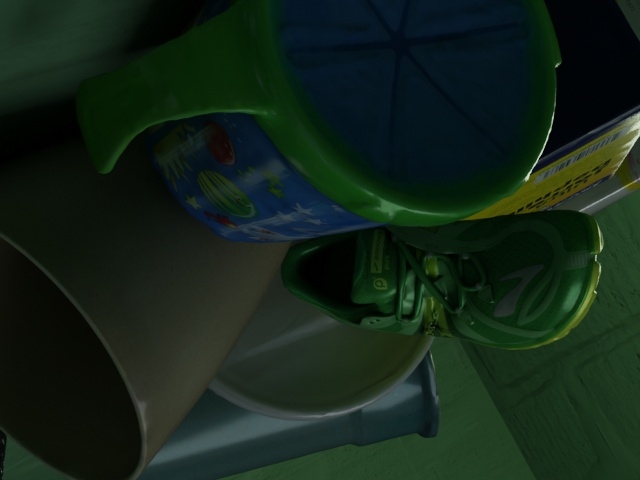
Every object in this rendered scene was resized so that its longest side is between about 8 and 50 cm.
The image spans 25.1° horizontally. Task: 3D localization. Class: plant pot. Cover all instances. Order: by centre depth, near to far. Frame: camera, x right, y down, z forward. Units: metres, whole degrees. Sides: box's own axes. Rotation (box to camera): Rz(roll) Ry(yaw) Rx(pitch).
[{"bbox_3d":[-0.142,0.007,1.124,0.274,0.256,0.256,-43,-179,-36],"label":"plant pot"},{"bbox_3d":[-0.087,0.108,1.552,0.334,0.341,0.341,-20,170,-8],"label":"plant pot"}]

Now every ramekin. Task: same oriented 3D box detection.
[{"bbox_3d":[-0.028,0.038,1.320,0.273,0.273,0.127,-25,171,-18],"label":"ramekin"}]

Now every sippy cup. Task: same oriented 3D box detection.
[{"bbox_3d":[-0.001,-0.101,0.965,0.305,0.240,0.224,27,152,-25],"label":"sippy cup"}]

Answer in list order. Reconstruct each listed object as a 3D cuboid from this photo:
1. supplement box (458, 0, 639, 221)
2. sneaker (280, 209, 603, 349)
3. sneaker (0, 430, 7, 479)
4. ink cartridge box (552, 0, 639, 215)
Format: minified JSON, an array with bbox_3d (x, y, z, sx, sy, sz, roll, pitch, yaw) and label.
[{"bbox_3d":[0.158,-0.127,1.304,0.195,0.194,0.356,-28,170,0],"label":"supplement box"},{"bbox_3d":[0.088,0.031,1.129,0.295,0.109,0.123,-8,169,43],"label":"sneaker"},{"bbox_3d":[-0.499,0.278,1.869,0.121,0.111,0.300,0,163,12],"label":"sneaker"},{"bbox_3d":[0.283,-0.138,1.577,0.353,0.207,0.119,-31,172,10],"label":"ink cartridge box"}]
